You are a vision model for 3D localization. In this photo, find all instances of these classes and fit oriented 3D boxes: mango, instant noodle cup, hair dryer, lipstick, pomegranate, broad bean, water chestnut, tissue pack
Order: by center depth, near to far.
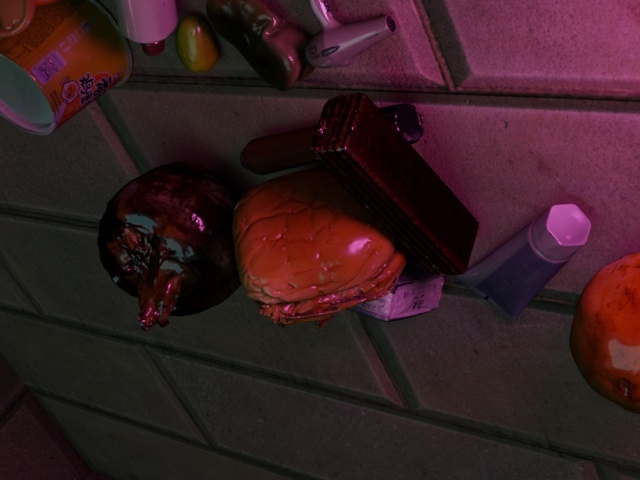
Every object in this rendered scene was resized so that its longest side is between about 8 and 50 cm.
[{"bbox_3d":[0.484,0.136,1.745,0.248,0.248,0.248,27,147,19],"label":"pomegranate"},{"bbox_3d":[0.030,-0.356,1.753,0.167,0.067,0.199,1,119,33],"label":"hair dryer"},{"bbox_3d":[-0.096,-0.326,1.900,0.207,0.072,0.153,41,149,19],"label":"broad bean"},{"bbox_3d":[0.004,-0.166,1.978,0.418,0.077,0.077,-7,127,49],"label":"lipstick"},{"bbox_3d":[-0.214,-0.337,2.009,0.073,0.056,0.108,20,132,22],"label":"mango"},{"bbox_3d":[0.069,0.072,2.124,0.257,0.185,0.081,17,105,32],"label":"tissue pack"},{"bbox_3d":[-0.511,-0.331,2.185,0.264,0.200,0.264,26,148,18],"label":"instant noodle cup"},{"bbox_3d":[-0.293,0.025,2.299,0.335,0.347,0.335,18,141,15],"label":"water chestnut"}]

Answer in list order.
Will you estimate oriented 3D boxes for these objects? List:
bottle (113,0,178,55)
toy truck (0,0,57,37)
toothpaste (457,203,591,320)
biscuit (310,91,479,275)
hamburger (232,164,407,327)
[{"bbox_3d":[-0.294,-0.409,1.948,0.104,0.104,0.245,25,146,21],"label":"bottle"},{"bbox_3d":[-0.548,-0.476,1.970,0.288,0.211,0.204,-2,136,9],"label":"toy truck"},{"bbox_3d":[0.329,0.043,1.923,0.125,0.080,0.371,37,154,3],"label":"toothpaste"},{"bbox_3d":[0.124,-0.080,1.836,0.073,0.107,0.388,-3,147,39],"label":"biscuit"},{"bbox_3d":[0.000,0.000,1.984,0.319,0.318,0.158,17,146,32],"label":"hamburger"}]
